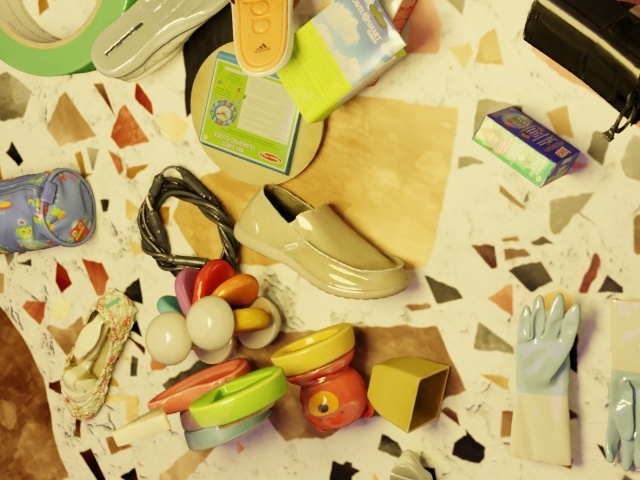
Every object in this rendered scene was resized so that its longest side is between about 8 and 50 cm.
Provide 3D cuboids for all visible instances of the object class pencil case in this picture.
[{"bbox_3d":[-0.496,-0.038,2.079,0.306,0.133,0.119,-6,64,29],"label":"pencil case"}]

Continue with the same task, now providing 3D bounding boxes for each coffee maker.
[{"bbox_3d":[0.326,-0.229,1.568,0.178,0.171,0.120,40,132,18],"label":"coffee maker"}]

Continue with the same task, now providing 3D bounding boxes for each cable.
[{"bbox_3d":[-0.193,-0.008,1.966,0.184,0.047,0.150,44,117,13],"label":"cable"}]

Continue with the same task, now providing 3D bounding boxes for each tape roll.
[{"bbox_3d":[-0.385,-0.401,1.974,0.321,0.077,0.321,7,104,28],"label":"tape roll"}]

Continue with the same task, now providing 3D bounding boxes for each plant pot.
[{"bbox_3d":[0.112,0.199,1.827,0.083,0.081,0.081,21,110,32],"label":"plant pot"}]

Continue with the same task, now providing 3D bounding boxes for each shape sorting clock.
[{"bbox_3d":[-0.088,-0.177,1.878,0.206,0.040,0.206,6,104,24],"label":"shape sorting clock"}]

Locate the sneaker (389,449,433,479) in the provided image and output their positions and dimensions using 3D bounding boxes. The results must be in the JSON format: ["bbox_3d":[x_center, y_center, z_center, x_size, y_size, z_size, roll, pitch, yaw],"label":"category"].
[{"bbox_3d":[0.142,0.353,1.858,0.054,0.061,0.152,-12,114,22],"label":"sneaker"}]

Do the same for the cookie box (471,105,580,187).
[{"bbox_3d":[0.254,-0.117,1.675,0.107,0.092,0.040,37,118,18],"label":"cookie box"}]

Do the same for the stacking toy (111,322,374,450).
[{"bbox_3d":[-0.100,0.243,1.842,0.309,0.279,0.130,-20,96,31],"label":"stacking toy"}]

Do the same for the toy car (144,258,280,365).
[{"bbox_3d":[-0.159,0.098,1.911,0.182,0.159,0.136,-22,76,31],"label":"toy car"}]

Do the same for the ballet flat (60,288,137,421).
[{"bbox_3d":[-0.357,0.180,2.077,0.091,0.077,0.241,31,114,19],"label":"ballet flat"}]

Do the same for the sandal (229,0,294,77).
[{"bbox_3d":[-0.081,-0.335,1.756,0.102,0.076,0.265,-13,59,7],"label":"sandal"}]

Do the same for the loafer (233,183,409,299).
[{"bbox_3d":[0.000,0.000,1.832,0.269,0.102,0.092,22,116,24],"label":"loafer"}]

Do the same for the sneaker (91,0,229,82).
[{"bbox_3d":[-0.204,-0.316,1.890,0.258,0.091,0.094,-34,79,8],"label":"sneaker"}]

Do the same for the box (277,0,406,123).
[{"bbox_3d":[0.026,-0.243,1.740,0.178,0.042,0.109,-35,82,30],"label":"box"}]

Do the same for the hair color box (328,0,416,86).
[{"bbox_3d":[0.061,-0.293,1.766,0.093,0.053,0.167,35,114,18],"label":"hair color box"}]

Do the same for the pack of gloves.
[{"bbox_3d":[0.346,0.176,1.725,0.195,0.046,0.232,6,106,16],"label":"pack of gloves"}]
